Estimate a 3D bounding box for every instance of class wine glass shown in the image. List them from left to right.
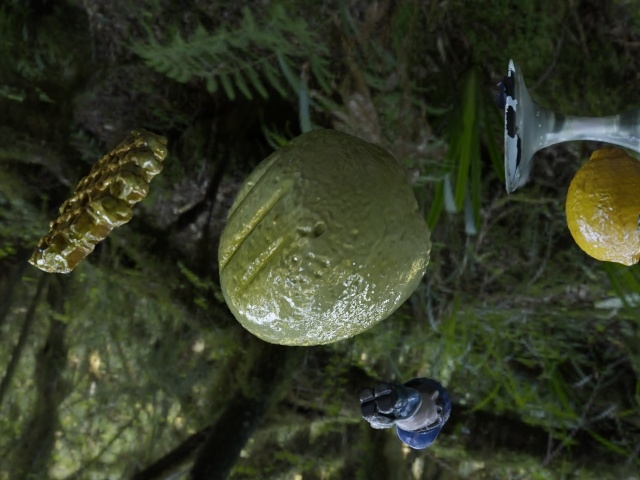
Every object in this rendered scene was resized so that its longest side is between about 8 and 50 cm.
[{"bbox_3d":[0.337,-0.114,0.785,0.321,0.143,0.143,0,171,11],"label":"wine glass"}]

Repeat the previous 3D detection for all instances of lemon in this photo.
[{"bbox_3d":[0.441,-0.054,1.189,0.142,0.187,0.142,-5,170,-1],"label":"lemon"}]

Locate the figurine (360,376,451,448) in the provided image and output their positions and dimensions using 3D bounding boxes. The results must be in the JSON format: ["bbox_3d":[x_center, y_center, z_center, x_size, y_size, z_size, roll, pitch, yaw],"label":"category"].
[{"bbox_3d":[0.097,0.188,0.928,0.077,0.079,0.136,-28,137,28],"label":"figurine"}]

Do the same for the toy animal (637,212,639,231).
[{"bbox_3d":[0.451,-0.128,0.985,0.070,0.252,0.079,42,-131,19],"label":"toy animal"}]

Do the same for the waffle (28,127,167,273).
[{"bbox_3d":[-0.300,-0.048,1.070,0.056,0.253,0.249,42,-175,-23],"label":"waffle"}]

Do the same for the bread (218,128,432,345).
[{"bbox_3d":[-0.009,0.000,1.139,0.237,0.320,0.321,0,-179,-44],"label":"bread"}]
